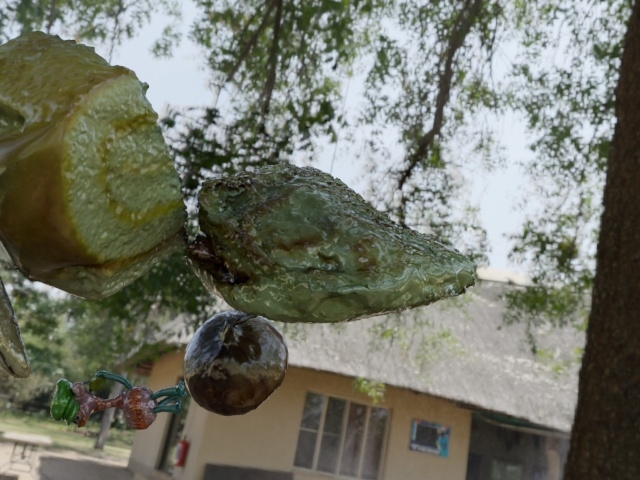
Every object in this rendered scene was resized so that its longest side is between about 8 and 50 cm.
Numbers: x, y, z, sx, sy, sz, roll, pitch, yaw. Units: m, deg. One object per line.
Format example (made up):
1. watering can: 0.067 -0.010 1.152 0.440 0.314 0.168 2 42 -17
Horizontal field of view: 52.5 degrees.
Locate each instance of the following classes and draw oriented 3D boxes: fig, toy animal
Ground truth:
1. fig: -0.189 0.256 1.402 0.235 0.234 0.214 2 -22 25
2. toy animal: -0.325 0.255 1.062 0.209 0.103 0.100 -1 -46 -10

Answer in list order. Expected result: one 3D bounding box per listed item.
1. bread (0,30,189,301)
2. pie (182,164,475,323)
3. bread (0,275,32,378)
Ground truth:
1. bread: -0.363 -0.064 0.933 0.239 0.264 0.395 25 -35 24
2. pie: 0.011 0.010 1.023 0.418 0.180 0.395 22 23 30
3. bread: -0.542 0.142 1.102 0.053 0.214 0.073 -14 -32 -31
